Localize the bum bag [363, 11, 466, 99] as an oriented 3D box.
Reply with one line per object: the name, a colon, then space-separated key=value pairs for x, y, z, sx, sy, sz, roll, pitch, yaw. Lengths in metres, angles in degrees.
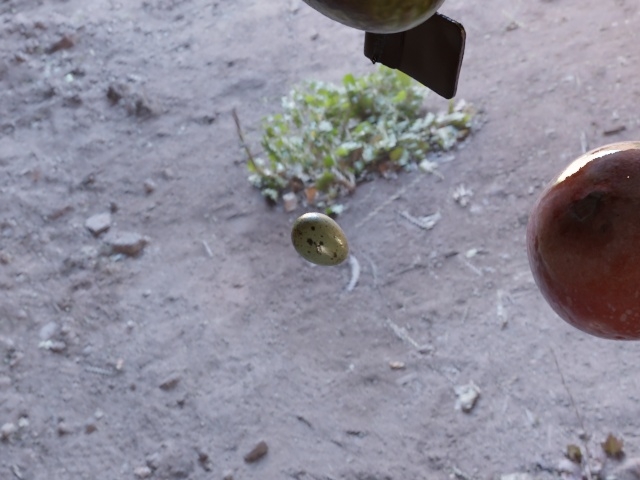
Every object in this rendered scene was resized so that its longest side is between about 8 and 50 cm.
bum bag: x=0.114 y=-0.250 z=1.074 sx=0.026 sy=0.109 sz=0.159 roll=-29 pitch=50 yaw=-31

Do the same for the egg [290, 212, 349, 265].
egg: x=0.000 y=0.000 z=1.475 sx=0.110 sy=0.085 sz=0.085 roll=30 pitch=54 yaw=5

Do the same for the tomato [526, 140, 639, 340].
tomato: x=0.398 y=-0.002 z=1.111 sx=0.270 sy=0.227 sz=0.270 roll=-20 pitch=56 yaw=33

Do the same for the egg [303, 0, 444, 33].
egg: x=0.031 y=-0.337 z=0.806 sx=0.238 sy=0.289 sz=0.238 roll=-17 pitch=17 yaw=5
